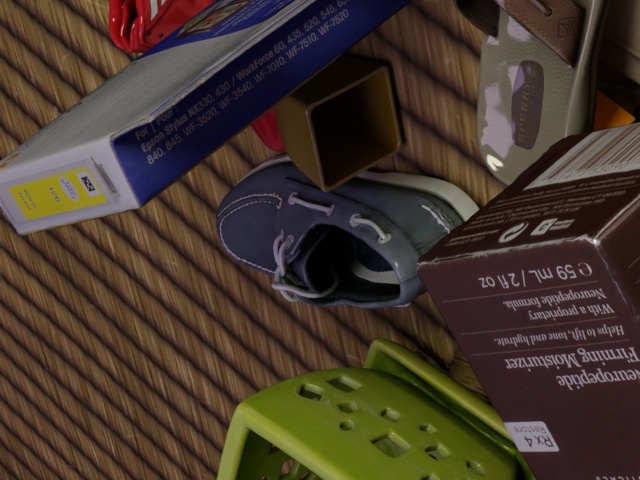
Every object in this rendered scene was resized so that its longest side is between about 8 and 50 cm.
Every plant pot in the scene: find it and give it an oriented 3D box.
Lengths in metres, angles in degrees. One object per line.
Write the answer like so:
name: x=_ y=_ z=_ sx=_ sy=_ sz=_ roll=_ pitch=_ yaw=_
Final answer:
plant pot: x=0.057 y=0.232 z=1.646 sx=0.227 sy=0.207 sz=0.228 roll=34 pitch=133 yaw=26
plant pot: x=0.005 y=-0.103 z=1.533 sx=0.083 sy=0.081 sz=0.081 roll=34 pitch=145 yaw=47

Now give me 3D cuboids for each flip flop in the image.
flip flop: x=0.126 y=-0.155 z=1.241 sx=0.112 sy=0.080 sz=0.277 roll=28 pitch=128 yaw=40

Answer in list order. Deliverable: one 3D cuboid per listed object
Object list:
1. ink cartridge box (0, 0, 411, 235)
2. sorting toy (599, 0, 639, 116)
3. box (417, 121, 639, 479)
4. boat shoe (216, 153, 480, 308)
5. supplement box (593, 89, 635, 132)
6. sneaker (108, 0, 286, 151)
ink cartridge box: x=-0.061 y=-0.122 z=1.360 sx=0.307 sy=0.303 sz=0.072 roll=-4 pitch=121 yaw=59
sorting toy: x=0.185 y=-0.165 z=1.278 sx=0.229 sy=0.041 sz=0.307 roll=32 pitch=142 yaw=29
box: x=0.203 y=0.047 z=1.173 sx=0.168 sy=0.167 sz=0.203 roll=-11 pitch=113 yaw=54
boat shoe: x=0.000 y=0.000 z=1.613 sx=0.319 sy=0.099 sz=0.116 roll=5 pitch=125 yaw=49
supplement box: x=0.175 y=-0.066 z=1.346 sx=0.062 sy=0.036 sz=0.098 roll=38 pitch=151 yaw=15
sneaker: x=-0.103 y=-0.151 z=1.567 sx=0.087 sy=0.128 sz=0.221 roll=-10 pitch=112 yaw=55
